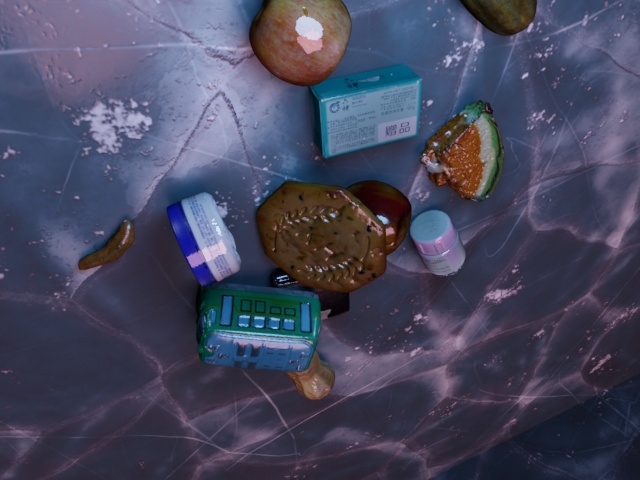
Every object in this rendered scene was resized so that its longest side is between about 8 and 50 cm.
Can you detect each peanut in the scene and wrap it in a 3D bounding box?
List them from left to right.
[{"bbox_3d":[-0.042,0.419,1.715,0.149,0.149,0.313,-27,133,-2],"label":"peanut"}]

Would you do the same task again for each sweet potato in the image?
[{"bbox_3d":[-0.498,0.023,1.248,0.182,0.053,0.054,-36,172,11],"label":"sweet potato"}]

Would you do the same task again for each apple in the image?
[{"bbox_3d":[-0.040,-0.397,1.012,0.173,0.188,0.188,23,116,-24],"label":"apple"}]

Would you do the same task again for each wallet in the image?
[{"bbox_3d":[-0.023,0.161,1.564,0.220,0.071,0.262,-18,138,-10],"label":"wallet"}]

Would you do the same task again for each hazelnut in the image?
[{"bbox_3d":[0.130,-0.061,1.371,0.208,0.208,0.208,-12,131,-14],"label":"hazelnut"}]

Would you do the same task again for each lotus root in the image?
[{"bbox_3d":[0.369,-0.527,1.126,0.240,0.124,0.123,18,108,-35],"label":"lotus root"}]

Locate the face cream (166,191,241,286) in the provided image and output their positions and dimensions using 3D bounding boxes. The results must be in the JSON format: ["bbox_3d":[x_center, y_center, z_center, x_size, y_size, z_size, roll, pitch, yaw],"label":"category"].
[{"bbox_3d":[-0.264,-0.005,1.220,0.111,0.206,0.206,-26,133,-7],"label":"face cream"}]

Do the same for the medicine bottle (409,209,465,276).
[{"bbox_3d":[0.345,0.007,1.551,0.135,0.135,0.168,-32,134,4],"label":"medicine bottle"}]

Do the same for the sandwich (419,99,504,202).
[{"bbox_3d":[0.378,-0.224,1.399,0.212,0.109,0.292,-31,131,11],"label":"sandwich"}]

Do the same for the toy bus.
[{"bbox_3d":[-0.171,0.241,1.423,0.343,0.200,0.184,7,131,-11],"label":"toy bus"}]

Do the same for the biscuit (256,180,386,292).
[{"bbox_3d":[-0.001,0.000,1.325,0.358,0.046,0.359,12,132,13],"label":"biscuit"}]

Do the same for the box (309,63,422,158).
[{"bbox_3d":[0.104,-0.300,1.219,0.244,0.092,0.153,-14,132,-12],"label":"box"}]
